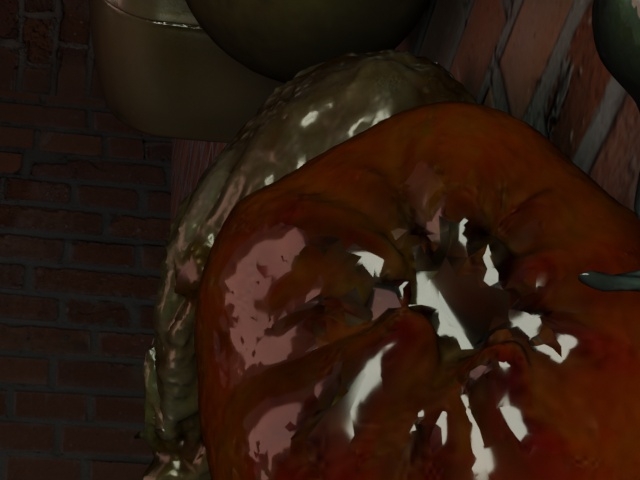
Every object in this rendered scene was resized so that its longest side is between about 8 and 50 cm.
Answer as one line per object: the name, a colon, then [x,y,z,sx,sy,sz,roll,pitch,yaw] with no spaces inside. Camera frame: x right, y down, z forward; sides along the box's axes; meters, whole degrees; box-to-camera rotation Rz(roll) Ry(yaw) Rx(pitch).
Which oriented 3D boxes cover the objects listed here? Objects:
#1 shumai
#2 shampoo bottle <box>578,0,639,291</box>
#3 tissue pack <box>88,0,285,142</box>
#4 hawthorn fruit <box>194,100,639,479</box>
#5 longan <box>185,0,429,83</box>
shumai: [-0.001,-0.002,0.905,0.283,0.217,0.346,-98,17,-51]
shampoo bottle: [0.149,-0.116,0.473,0.101,0.101,0.284,-118,34,-71]
tissue pack: [-0.091,-0.296,1.386,0.387,0.267,0.277,-96,17,-52]
hawthorn fruit: [0.050,0.076,0.639,0.261,0.224,0.224,85,-177,-59]
longan: [-0.005,-0.235,1.083,0.246,0.215,0.246,21,116,52]
